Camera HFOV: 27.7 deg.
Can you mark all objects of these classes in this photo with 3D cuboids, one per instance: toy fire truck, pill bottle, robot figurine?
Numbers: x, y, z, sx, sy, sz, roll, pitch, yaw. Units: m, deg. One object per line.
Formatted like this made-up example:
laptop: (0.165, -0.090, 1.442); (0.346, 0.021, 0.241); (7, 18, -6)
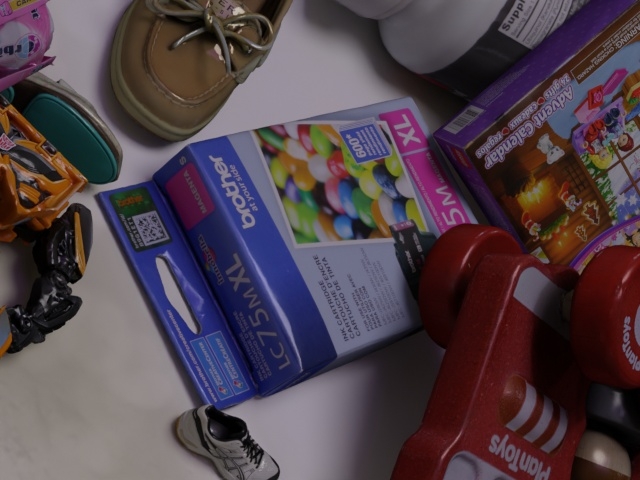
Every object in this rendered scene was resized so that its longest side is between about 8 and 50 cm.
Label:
toy fire truck: (0.173, 0.142, 0.977); (0.302, 0.169, 0.254); (37, 70, -46)
pill bottle: (0.165, -0.208, 1.173); (0.318, 0.176, 0.176); (24, 51, -28)
robot figurine: (-0.245, 0.006, 0.754); (0.211, 0.085, 0.291); (45, 44, -12)

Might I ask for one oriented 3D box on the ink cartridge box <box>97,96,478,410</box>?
ink cartridge box: (0.000, 0.000, 0.991); (0.311, 0.065, 0.185); (-18, 77, -44)

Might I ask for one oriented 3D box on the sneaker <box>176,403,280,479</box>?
sneaker: (-0.056, 0.139, 0.872); (0.083, 0.037, 0.032); (35, 45, -22)

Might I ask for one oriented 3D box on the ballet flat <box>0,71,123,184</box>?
ballet flat: (-0.199, -0.102, 0.884); (0.168, 0.057, 0.052); (35, 37, -20)

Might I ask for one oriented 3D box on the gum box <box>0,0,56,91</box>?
gum box: (-0.259, -0.136, 0.771); (0.188, 0.062, 0.107); (23, 38, 23)

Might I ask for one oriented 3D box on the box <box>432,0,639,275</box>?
box: (0.263, -0.102, 1.118); (0.293, 0.057, 0.201); (-41, 119, -7)

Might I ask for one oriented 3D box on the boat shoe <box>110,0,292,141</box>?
boat shoe: (-0.076, -0.193, 1.018); (0.104, 0.089, 0.285); (38, 46, -18)
